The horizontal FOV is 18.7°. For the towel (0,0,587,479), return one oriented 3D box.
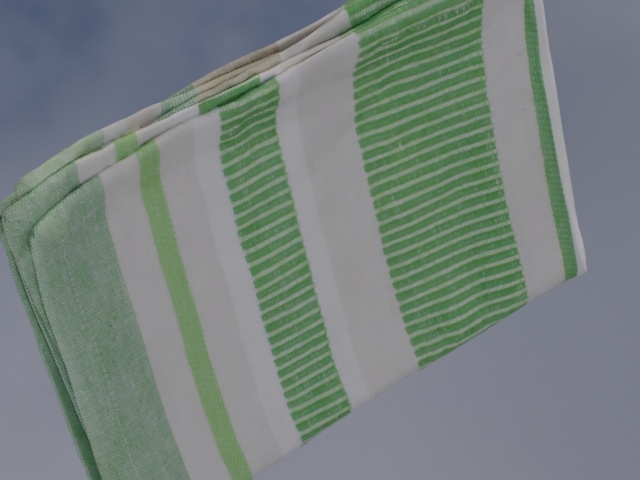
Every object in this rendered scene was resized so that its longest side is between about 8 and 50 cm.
[{"bbox_3d":[0.000,0.000,1.035,0.324,0.038,0.248,-31,-52,-21],"label":"towel"}]
